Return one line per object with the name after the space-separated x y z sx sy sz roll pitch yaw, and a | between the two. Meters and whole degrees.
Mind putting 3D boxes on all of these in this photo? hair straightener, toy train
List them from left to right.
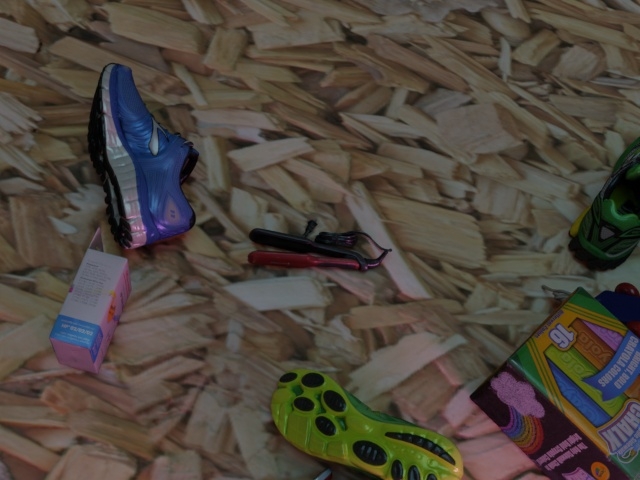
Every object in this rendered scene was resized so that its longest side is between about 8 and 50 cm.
0.000 0.000 1.324 0.231 0.047 0.089 3 62 -8 | hair straightener
0.454 0.147 1.284 0.105 0.248 0.143 -29 110 -23 | toy train

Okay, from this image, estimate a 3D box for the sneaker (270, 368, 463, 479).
0.057 0.276 1.153 0.296 0.123 0.109 23 73 25 | sneaker

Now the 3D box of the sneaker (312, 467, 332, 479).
-0.006 0.370 1.124 0.067 0.042 0.118 35 70 15 | sneaker

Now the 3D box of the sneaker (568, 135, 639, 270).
0.561 -0.096 1.410 0.134 0.146 0.343 37 62 11 | sneaker

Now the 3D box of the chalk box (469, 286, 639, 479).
0.394 0.247 1.179 0.179 0.180 0.289 -39 75 -25 | chalk box

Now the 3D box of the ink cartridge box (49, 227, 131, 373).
-0.319 0.085 1.193 0.062 0.104 0.181 16 61 -1 | ink cartridge box

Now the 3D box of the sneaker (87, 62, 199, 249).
-0.280 -0.139 1.329 0.147 0.130 0.329 -6 65 -28 | sneaker
